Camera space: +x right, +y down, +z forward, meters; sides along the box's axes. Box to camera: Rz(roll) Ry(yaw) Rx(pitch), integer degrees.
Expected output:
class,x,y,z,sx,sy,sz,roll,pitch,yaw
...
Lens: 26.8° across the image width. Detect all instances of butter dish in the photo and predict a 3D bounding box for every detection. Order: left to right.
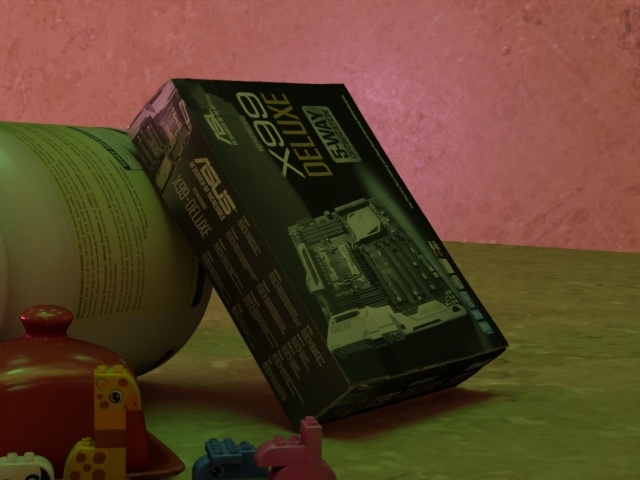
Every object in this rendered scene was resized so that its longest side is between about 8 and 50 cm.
class,x,y,z,sx,sy,sz,roll,pitch,yaw
butter dish,-0.185,0.102,0.905,0.160,0.118,0.160,-2,6,-21

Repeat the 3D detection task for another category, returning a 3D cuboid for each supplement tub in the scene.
class,x,y,z,sx,sy,sz,roll,pitch,yaw
supplement tub,-0.257,0.019,1.106,0.235,0.235,0.325,3,3,24

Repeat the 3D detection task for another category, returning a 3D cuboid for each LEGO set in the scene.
class,x,y,z,sx,sy,sz,roll,pitch,yaw
LEGO set,-0.101,0.125,0.801,0.227,0.093,0.087,0,5,-11

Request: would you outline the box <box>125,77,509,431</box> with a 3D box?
class,x,y,z,sx,sy,sz,roll,pitch,yaw
box,0.000,0.000,1.169,0.076,0.307,0.242,-42,-22,32
